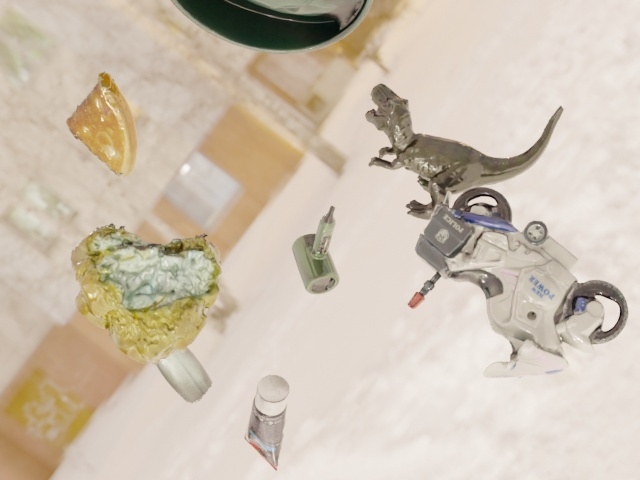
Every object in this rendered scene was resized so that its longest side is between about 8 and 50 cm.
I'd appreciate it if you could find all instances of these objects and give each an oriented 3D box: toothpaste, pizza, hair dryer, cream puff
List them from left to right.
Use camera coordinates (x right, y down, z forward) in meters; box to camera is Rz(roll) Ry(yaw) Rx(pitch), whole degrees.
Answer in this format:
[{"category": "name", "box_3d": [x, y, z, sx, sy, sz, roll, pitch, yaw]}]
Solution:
[{"category": "pizza", "box_3d": [-0.341, -0.180, 2.160, 0.131, 0.178, 0.041, -2, 29, 37]}, {"category": "cream puff", "box_3d": [-0.175, 0.054, 1.355, 0.156, 0.156, 0.121, -56, 2, -34]}, {"category": "toothpaste", "box_3d": [-0.077, 0.255, 1.930, 0.045, 0.071, 0.193, -36, -25, -29]}, {"category": "hair dryer", "box_3d": [0.000, 0.000, 1.727, 0.047, 0.071, 0.150, -12, -32, -18]}]

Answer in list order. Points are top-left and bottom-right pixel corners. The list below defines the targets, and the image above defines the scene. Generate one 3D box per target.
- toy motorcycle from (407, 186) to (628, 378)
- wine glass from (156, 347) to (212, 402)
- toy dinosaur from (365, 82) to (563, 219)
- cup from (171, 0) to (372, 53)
[{"category": "toy motorcycle", "box_3d": [0.180, 0.051, 1.348, 0.150, 0.221, 0.102, -49, -19, 2]}, {"category": "wine glass", "box_3d": [-0.234, 0.151, 2.032, 0.066, 0.198, 0.066, -32, 19, 13]}, {"category": "toy dinosaur", "box_3d": [0.142, -0.114, 1.491, 0.179, 0.187, 0.087, -48, 12, 37]}, {"category": "cup", "box_3d": [-0.038, -0.518, 1.896, 0.401, 0.310, 0.392, 109, 176, -53]}]
